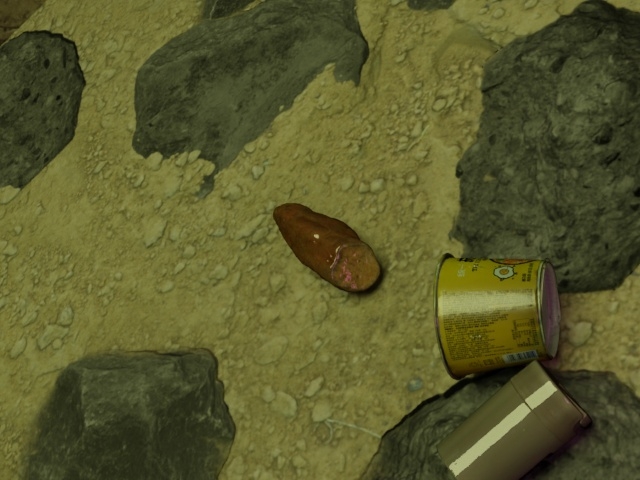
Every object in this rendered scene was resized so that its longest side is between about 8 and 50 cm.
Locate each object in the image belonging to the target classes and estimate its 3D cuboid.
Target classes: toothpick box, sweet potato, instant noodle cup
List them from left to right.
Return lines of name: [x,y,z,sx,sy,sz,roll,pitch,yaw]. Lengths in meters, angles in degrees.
sweet potato: [0.000,0.000,1.840,0.097,0.097,0.252,-50,48,-1]
instant noodle cup: [0.250,0.100,1.554,0.144,0.182,0.182,-6,60,22]
toothpick box: [0.255,0.254,1.487,0.181,0.111,0.111,-42,47,8]
